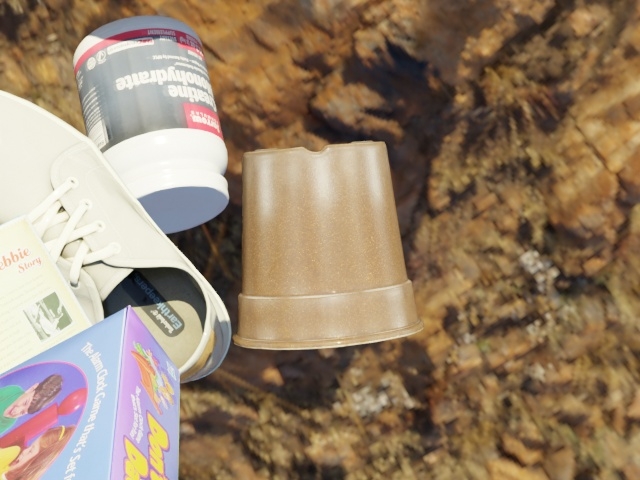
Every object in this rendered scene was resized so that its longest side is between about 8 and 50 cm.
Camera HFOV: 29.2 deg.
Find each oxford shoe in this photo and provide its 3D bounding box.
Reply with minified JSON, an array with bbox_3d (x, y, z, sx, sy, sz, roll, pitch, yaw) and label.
[{"bbox_3d":[-0.274,-0.007,1.361,0.449,0.130,0.169,44,93,-7],"label":"oxford shoe"}]

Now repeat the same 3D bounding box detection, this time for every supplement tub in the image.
[{"bbox_3d":[-0.240,-0.164,1.756,0.191,0.272,0.191,-13,160,-5],"label":"supplement tub"}]

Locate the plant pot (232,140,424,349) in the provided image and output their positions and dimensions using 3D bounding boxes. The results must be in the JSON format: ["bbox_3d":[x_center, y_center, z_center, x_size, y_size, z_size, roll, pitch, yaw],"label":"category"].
[{"bbox_3d":[0.000,0.000,1.062,0.167,0.167,0.165,-6,93,-25],"label":"plant pot"}]

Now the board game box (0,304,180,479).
[{"bbox_3d":[-0.215,0.212,0.832,0.233,0.347,0.078,-28,118,10],"label":"board game box"}]

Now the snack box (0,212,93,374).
[{"bbox_3d":[-0.335,0.114,1.108,0.060,0.187,0.322,-27,-175,33],"label":"snack box"}]
